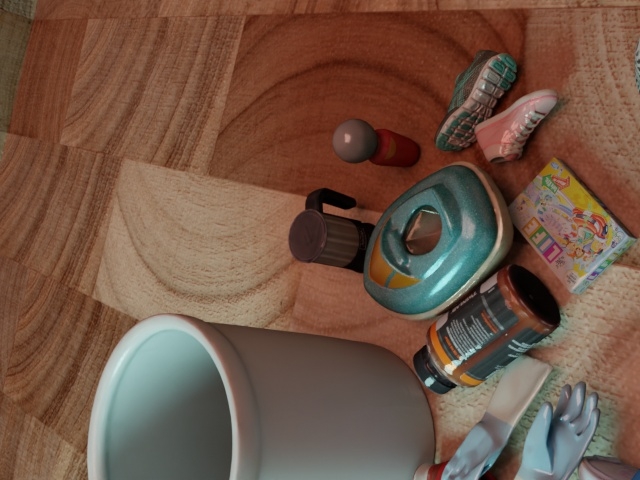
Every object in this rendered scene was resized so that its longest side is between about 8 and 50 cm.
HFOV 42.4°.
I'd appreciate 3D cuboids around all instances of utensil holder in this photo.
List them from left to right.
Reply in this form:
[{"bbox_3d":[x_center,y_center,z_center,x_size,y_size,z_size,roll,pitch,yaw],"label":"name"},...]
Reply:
[{"bbox_3d":[-0.075,0.282,1.157,0.328,0.385,0.327,-11,74,42],"label":"utensil holder"}]

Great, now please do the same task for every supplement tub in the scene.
[{"bbox_3d":[0.214,0.126,1.101,0.198,0.106,0.106,-44,54,29],"label":"supplement tub"}]

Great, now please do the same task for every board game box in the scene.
[{"bbox_3d":[0.323,-0.020,1.080,0.103,0.026,0.154,-52,50,25],"label":"board game box"}]

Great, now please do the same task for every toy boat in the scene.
[{"bbox_3d":[0.121,-0.043,1.191,0.267,0.148,0.318,-48,50,35],"label":"toy boat"}]

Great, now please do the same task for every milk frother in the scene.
[{"bbox_3d":[0.000,0.000,1.320,0.143,0.135,0.129,-38,56,33],"label":"milk frother"}]

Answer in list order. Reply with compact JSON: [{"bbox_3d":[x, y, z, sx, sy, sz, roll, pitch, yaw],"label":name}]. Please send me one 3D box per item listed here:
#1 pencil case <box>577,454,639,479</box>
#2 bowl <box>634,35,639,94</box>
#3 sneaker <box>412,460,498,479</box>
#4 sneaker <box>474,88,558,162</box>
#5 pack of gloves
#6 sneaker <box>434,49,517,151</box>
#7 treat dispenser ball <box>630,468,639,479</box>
[{"bbox_3d":[0.317,0.385,0.939,0.124,0.113,0.273,16,93,57],"label":"pencil case"},{"bbox_3d":[0.439,-0.229,0.972,0.170,0.080,0.170,-11,74,42],"label":"bowl"},{"bbox_3d":[0.193,0.397,1.080,0.128,0.087,0.221,-26,65,40],"label":"sneaker"},{"bbox_3d":[0.277,-0.151,1.138,0.134,0.051,0.070,-29,64,41],"label":"sneaker"},{"bbox_3d":[0.229,0.252,1.012,0.232,0.046,0.195,-59,24,-5],"label":"pack of gloves"},{"bbox_3d":[0.219,-0.207,1.211,0.166,0.065,0.076,-55,33,18],"label":"sneaker"},{"bbox_3d":[0.407,0.308,0.740,0.288,0.288,0.288,-11,73,43],"label":"treat dispenser ball"}]
